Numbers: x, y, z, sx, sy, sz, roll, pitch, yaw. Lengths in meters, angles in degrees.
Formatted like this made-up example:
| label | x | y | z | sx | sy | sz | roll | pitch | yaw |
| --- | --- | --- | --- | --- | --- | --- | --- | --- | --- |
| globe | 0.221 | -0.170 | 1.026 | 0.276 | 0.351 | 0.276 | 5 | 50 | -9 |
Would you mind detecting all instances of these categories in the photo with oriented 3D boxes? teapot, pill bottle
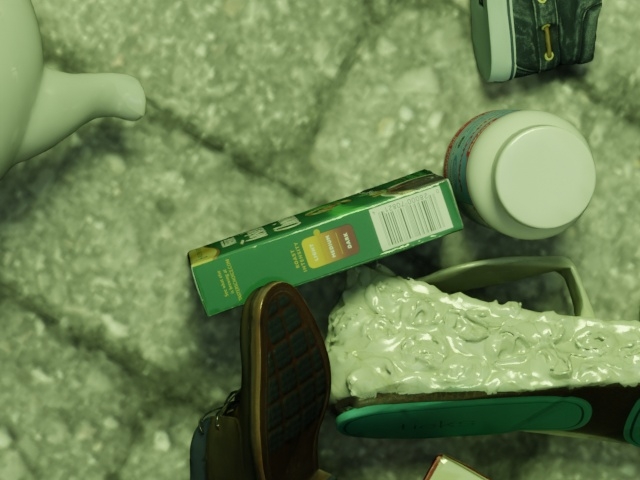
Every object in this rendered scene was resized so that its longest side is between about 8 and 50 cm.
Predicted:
| label | x | y | z | sx | sy | sz | roll | pitch | yaw |
| --- | --- | --- | --- | --- | --- | --- | --- | --- | --- |
| teapot | -0.287 | -0.136 | 1.255 | 0.252 | 0.187 | 0.256 | -15 | 114 | 23 |
| pill bottle | 0.136 | -0.046 | 1.302 | 0.087 | 0.160 | 0.087 | 0 | 93 | -5 |

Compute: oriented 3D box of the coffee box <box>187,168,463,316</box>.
| label | x | y | z | sx | sy | sz | roll | pitch | yaw |
| --- | --- | --- | --- | --- | --- | --- | --- | --- | --- |
| coffee box | 0.000 | 0.000 | 1.319 | 0.184 | 0.113 | 0.040 | -19 | 96 | -2 |

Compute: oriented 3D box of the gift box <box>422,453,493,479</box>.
| label | x | y | z | sx | sy | sz | roll | pitch | yaw |
| --- | --- | --- | --- | --- | --- | --- | --- | --- | --- |
| gift box | 0.143 | 0.288 | 1.286 | 0.258 | 0.276 | 0.255 | 29 | 91 | 7 |

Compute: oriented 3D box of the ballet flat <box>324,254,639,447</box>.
| label | x | y | z | sx | sy | sz | roll | pitch | yaw |
| --- | --- | --- | --- | --- | --- | --- | --- | --- | --- |
| ballet flat | 0.198 | 0.074 | 1.337 | 0.409 | 0.147 | 0.147 | 4 | 93 | -5 |

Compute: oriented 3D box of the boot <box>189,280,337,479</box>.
| label | x | y | z | sx | sy | sz | roll | pitch | yaw |
| --- | --- | --- | --- | --- | --- | --- | --- | --- | --- |
| boot | -0.052 | 0.120 | 1.299 | 0.106 | 0.082 | 0.219 | 14 | 121 | 36 |

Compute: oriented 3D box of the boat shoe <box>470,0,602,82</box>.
| label | x | y | z | sx | sy | sz | roll | pitch | yaw |
| --- | --- | --- | --- | --- | --- | --- | --- | --- | --- |
| boat shoe | 0.145 | -0.202 | 1.331 | 0.083 | 0.065 | 0.183 | -11 | 117 | -10 |
